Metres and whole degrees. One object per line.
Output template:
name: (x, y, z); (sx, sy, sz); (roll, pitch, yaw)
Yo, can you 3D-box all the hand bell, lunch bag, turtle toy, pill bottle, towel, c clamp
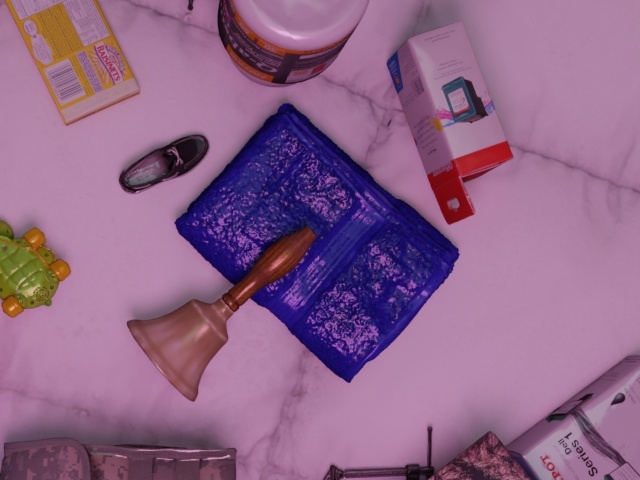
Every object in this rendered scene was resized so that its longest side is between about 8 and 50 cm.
hand bell: (-0.101, 0.069, 1.525); (0.242, 0.126, 0.126); (-40, 91, -3)
lunch bag: (-0.244, 0.355, 1.465); (0.287, 0.169, 0.235); (3, 74, -7)
turtle toy: (-0.368, 0.029, 1.535); (0.095, 0.066, 0.130); (-38, 90, -12)
pill bottle: (-0.039, -0.275, 1.506); (0.162, 0.278, 0.162); (1, 84, -8)
towel: (0.000, 0.000, 1.588); (0.308, 0.076, 0.228); (41, 79, -3)
c clamp: (0.070, 0.313, 1.598); (0.160, 0.022, 0.137); (-6, 91, -10)

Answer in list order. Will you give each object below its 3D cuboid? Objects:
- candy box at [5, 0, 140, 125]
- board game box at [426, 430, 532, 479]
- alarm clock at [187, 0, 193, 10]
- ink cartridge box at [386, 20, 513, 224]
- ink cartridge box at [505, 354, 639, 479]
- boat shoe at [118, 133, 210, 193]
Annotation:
candy box: (-0.318, -0.258, 1.590); (0.105, 0.027, 0.206); (-25, 89, -13)
board game box: (0.158, 0.410, 1.489); (0.291, 0.141, 0.232); (-37, 71, -6)
alarm clock: (-0.142, -0.393, 1.612); (0.129, 0.064, 0.192); (43, 82, -2)
ink cartridge box: (0.168, -0.145, 1.598); (0.078, 0.134, 0.231); (-20, 88, -10)
ink cartridge box: (0.367, 0.272, 1.607); (0.219, 0.092, 0.160); (-35, 90, -11)
boat shoe: (-0.195, -0.098, 1.587); (0.125, 0.038, 0.046); (-25, 89, -10)
